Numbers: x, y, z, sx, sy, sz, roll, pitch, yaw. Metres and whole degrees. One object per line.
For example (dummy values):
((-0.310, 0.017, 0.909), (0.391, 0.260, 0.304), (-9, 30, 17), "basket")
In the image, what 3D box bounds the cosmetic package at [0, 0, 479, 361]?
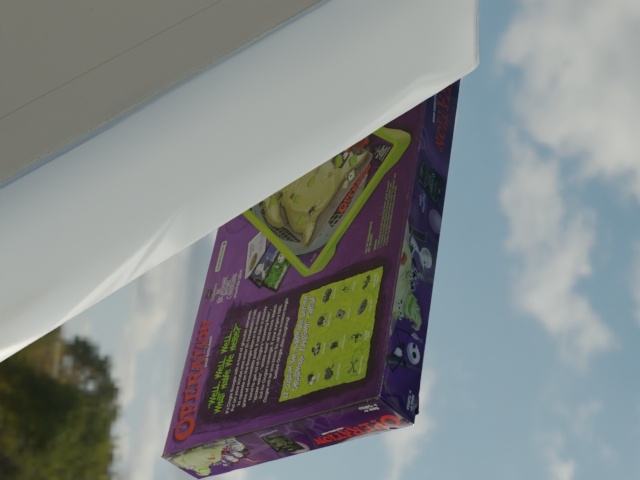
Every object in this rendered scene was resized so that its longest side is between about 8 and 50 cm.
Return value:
((-0.157, -0.091, 0.672), (0.284, 0.377, 0.097), (39, -30, 34), "cosmetic package")

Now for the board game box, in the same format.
((0.000, 0.000, 1.074), (0.208, 0.056, 0.346), (-16, -133, 34), "board game box")
